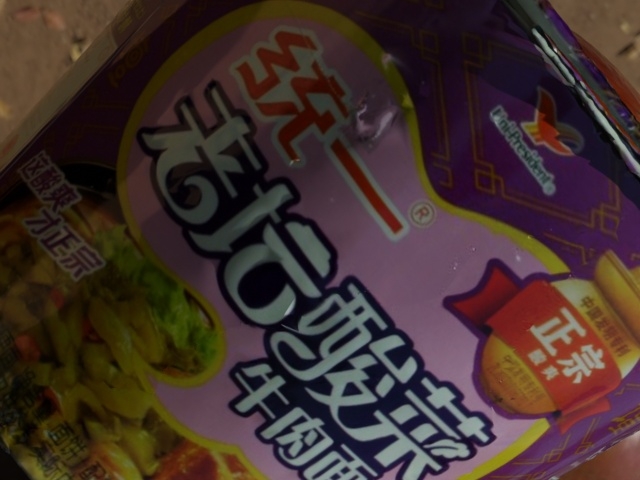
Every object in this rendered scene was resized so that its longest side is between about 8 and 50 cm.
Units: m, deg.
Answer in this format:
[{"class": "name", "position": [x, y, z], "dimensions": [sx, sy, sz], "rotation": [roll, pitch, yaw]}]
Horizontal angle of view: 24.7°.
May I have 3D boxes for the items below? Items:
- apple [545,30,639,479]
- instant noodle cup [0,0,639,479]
[{"class": "apple", "position": [0.117, 0.020, 1.000], "dimensions": [0.328, 0.365, 0.295], "rotation": [-33, 180, -8]}, {"class": "instant noodle cup", "position": [0.000, 0.000, 0.660], "dimensions": [0.266, 0.340, 0.340], "rotation": [-37, 140, 8]}]
